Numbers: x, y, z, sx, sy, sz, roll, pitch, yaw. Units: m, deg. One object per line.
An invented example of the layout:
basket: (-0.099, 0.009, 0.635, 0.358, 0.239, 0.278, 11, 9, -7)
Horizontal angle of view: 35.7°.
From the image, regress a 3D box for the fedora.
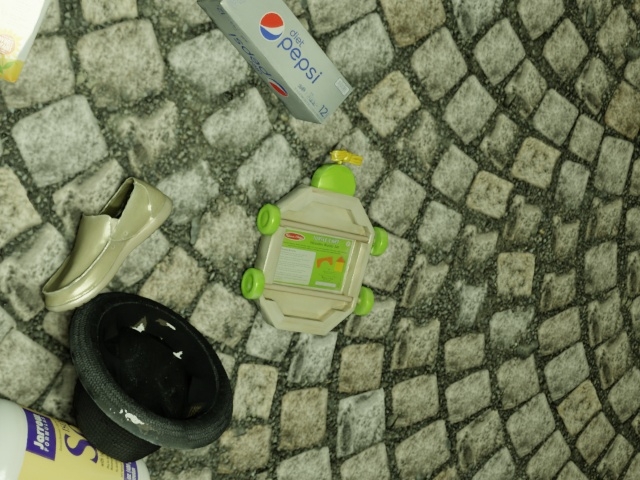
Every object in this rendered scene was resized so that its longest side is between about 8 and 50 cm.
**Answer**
fedora: (-0.298, 0.237, 1.592, 0.334, 0.334, 0.152, 26, 115, -34)

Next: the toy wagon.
toy wagon: (0.000, 0.000, 1.833, 0.267, 0.068, 0.345, 11, 94, -34)

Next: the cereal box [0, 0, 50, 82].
cereal box: (-0.472, -0.368, 1.418, 0.173, 0.047, 0.240, 23, 100, -24)

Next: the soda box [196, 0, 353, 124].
soda box: (-0.074, -0.329, 1.688, 0.091, 0.098, 0.286, -50, 121, -11)

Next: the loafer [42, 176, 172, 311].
loafer: (-0.356, 0.001, 1.594, 0.268, 0.102, 0.092, -50, 121, -24)

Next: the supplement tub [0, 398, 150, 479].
supplement tub: (-0.457, 0.386, 1.529, 0.331, 0.241, 0.241, 32, 84, -34)
